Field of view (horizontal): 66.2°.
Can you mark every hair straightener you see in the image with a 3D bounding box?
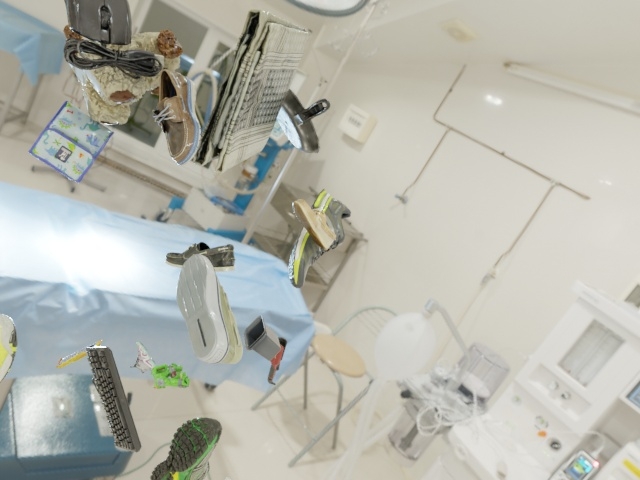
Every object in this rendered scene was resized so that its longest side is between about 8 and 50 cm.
[{"bbox_3d":[-0.158,0.454,1.849,0.047,0.230,0.089,16,30,11],"label":"hair straightener"}]

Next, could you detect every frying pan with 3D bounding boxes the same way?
[{"bbox_3d":[-0.037,-0.280,1.213,0.326,0.053,0.197,45,-16,53],"label":"frying pan"}]

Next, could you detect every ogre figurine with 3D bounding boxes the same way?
[{"bbox_3d":[-0.596,0.529,1.925,0.118,0.097,0.197,4,25,-32],"label":"ogre figurine"}]

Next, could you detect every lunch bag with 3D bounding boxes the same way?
[{"bbox_3d":[-0.597,-0.233,1.178,0.128,0.151,0.096,36,-18,-25],"label":"lunch bag"}]

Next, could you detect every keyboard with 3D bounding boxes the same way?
[{"bbox_3d":[-0.353,0.263,0.820,0.023,0.180,0.108,-19,6,-43],"label":"keyboard"}]

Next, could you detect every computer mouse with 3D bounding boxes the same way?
[{"bbox_3d":[-0.420,-0.454,0.954,0.188,0.072,0.272,-10,74,-45],"label":"computer mouse"}]

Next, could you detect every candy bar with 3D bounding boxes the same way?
[{"bbox_3d":[-0.704,0.333,1.437,0.018,0.161,0.040,60,11,-27],"label":"candy bar"}]

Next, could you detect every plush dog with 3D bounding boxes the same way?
[{"bbox_3d":[-0.434,-0.406,1.128,0.225,0.211,0.262,-27,8,-31],"label":"plush dog"}]

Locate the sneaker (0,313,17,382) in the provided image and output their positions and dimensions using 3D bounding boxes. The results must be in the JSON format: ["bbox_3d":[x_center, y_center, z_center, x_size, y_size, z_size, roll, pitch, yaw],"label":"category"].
[{"bbox_3d":[-0.853,0.308,1.095,0.145,0.384,0.147,49,0,25],"label":"sneaker"}]

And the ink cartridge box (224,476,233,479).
[{"bbox_3d":[-0.248,0.762,1.339,0.145,0.045,0.179,27,28,9],"label":"ink cartridge box"}]

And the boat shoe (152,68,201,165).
[{"bbox_3d":[-0.255,-0.214,0.845,0.066,0.066,0.183,25,46,-51],"label":"boat shoe"}]

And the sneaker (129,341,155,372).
[{"bbox_3d":[-0.578,0.377,1.558,0.098,0.069,0.038,61,-17,-7],"label":"sneaker"}]

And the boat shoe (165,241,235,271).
[{"bbox_3d":[-0.331,0.042,1.348,0.233,0.079,0.084,1,5,29],"label":"boat shoe"}]

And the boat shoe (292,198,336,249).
[{"bbox_3d":[-0.012,-0.050,1.255,0.063,0.059,0.170,30,-21,48],"label":"boat shoe"}]

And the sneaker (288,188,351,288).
[{"bbox_3d":[0.000,0.000,1.358,0.121,0.300,0.111,23,-21,-2],"label":"sneaker"}]

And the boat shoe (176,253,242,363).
[{"bbox_3d":[-0.259,0.161,1.136,0.094,0.109,0.302,38,21,-46],"label":"boat shoe"}]

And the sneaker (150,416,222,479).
[{"bbox_3d":[-0.409,0.689,1.566,0.146,0.344,0.134,15,28,-46],"label":"sneaker"}]

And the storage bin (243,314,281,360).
[{"bbox_3d":[-0.183,0.318,1.545,0.091,0.098,0.135,45,2,-18],"label":"storage bin"}]

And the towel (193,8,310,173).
[{"bbox_3d":[-0.125,-0.299,1.013,0.056,0.312,0.324,30,22,4],"label":"towel"}]
